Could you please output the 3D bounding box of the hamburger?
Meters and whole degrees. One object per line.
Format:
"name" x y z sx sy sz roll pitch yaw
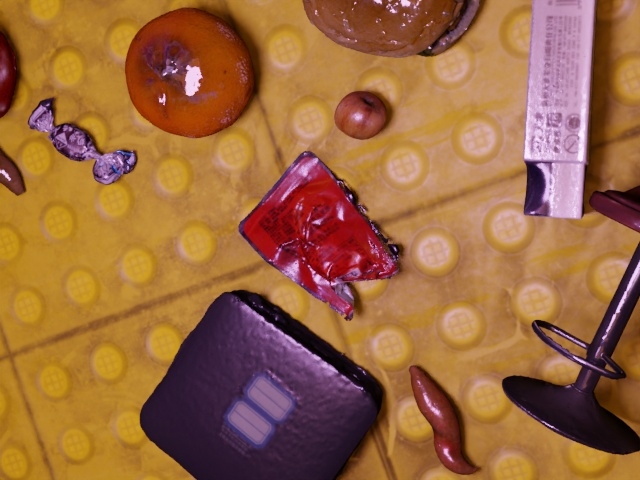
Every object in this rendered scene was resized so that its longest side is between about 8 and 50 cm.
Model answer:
"hamburger" 0.108 -0.424 1.529 0.284 0.134 0.266 10 97 19

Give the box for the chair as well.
"chair" 0.446 0.084 1.425 0.226 0.226 0.401 26 103 14

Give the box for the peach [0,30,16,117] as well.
"peach" -0.646 -0.337 1.782 0.158 0.154 0.267 -32 76 28

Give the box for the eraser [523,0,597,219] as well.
"eraser" 0.367 -0.238 1.482 0.098 0.096 0.404 4 98 17

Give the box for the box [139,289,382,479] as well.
"box" -0.107 0.300 1.705 0.359 0.091 0.350 36 107 11

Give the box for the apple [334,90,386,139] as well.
"apple" 0.066 -0.203 1.598 0.084 0.084 0.071 33 132 12

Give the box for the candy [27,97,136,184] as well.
"candy" -0.439 -0.180 1.787 0.226 0.051 0.094 30 94 11

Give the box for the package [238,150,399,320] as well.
"package" 0.000 0.000 1.648 0.194 0.071 0.269 -44 78 3

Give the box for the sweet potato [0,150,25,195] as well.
"sweet potato" -0.646 -0.180 1.841 0.077 0.077 0.244 -41 81 18

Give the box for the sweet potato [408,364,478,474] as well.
"sweet potato" 0.199 0.298 1.619 0.055 0.058 0.202 -23 87 -1

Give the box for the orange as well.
"orange" -0.224 -0.278 1.637 0.224 0.170 0.224 1 95 18
